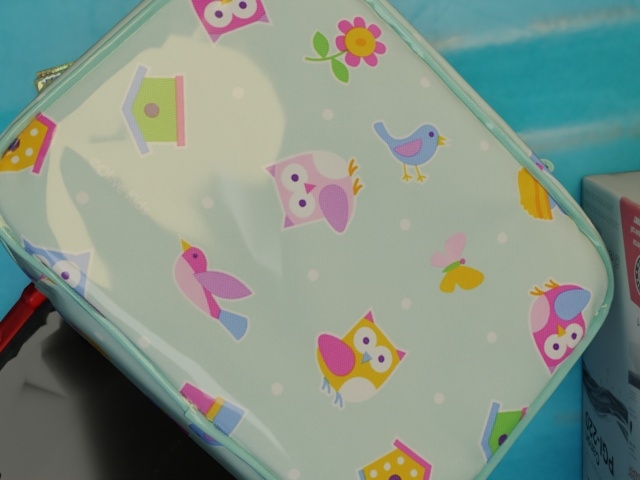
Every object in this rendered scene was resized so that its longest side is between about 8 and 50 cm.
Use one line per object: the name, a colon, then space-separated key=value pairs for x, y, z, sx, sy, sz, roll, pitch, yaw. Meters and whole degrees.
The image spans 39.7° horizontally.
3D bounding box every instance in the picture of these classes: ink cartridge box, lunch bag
ink cartridge box: x=0.198 y=0.080 z=0.461 sx=0.092 sy=0.158 sz=0.218 roll=-5 pitch=102 yaw=3
lunch bag: x=0.000 y=0.000 z=0.442 sx=0.279 sy=0.108 sz=0.224 roll=45 pitch=73 yaw=-12

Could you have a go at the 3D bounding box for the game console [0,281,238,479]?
game console: x=-0.108 y=0.236 z=0.486 sx=0.342 sy=0.060 sz=0.386 roll=40 pitch=79 yaw=-14

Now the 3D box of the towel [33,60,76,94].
towel: x=-0.120 y=-0.061 z=0.496 sx=0.060 sy=0.009 sz=0.083 roll=-16 pitch=103 yaw=2
